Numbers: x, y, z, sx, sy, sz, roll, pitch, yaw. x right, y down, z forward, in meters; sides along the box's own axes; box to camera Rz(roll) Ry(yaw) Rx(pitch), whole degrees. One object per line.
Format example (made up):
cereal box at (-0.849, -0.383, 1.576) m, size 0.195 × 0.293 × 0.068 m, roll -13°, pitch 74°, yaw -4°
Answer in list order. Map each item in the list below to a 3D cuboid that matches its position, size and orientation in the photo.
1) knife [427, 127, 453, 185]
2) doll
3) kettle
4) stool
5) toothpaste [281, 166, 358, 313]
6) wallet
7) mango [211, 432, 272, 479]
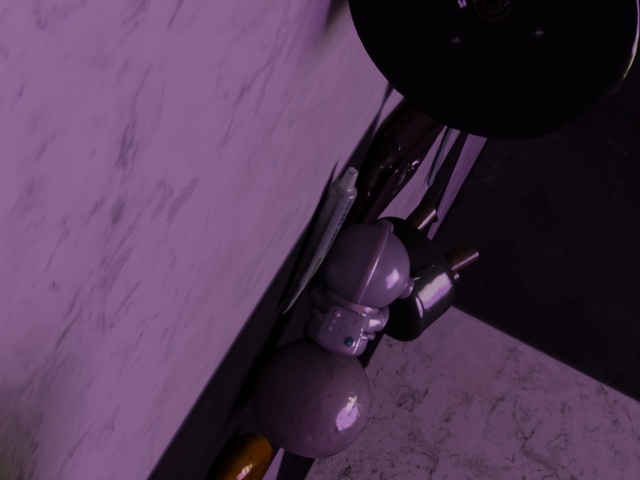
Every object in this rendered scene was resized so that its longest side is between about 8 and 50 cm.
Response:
knife at (0.239, -0.182, 2.229) m, size 0.028 × 0.015 × 0.210 m, roll -47°, pitch 163°, yaw -40°
doll at (0.020, 0.108, 1.340) m, size 0.151 × 0.150 × 0.287 m, roll -14°, pitch 127°, yaw -80°
kettle at (0.160, -0.263, 0.844) m, size 0.290 × 0.207 × 0.268 m, roll -55°, pitch 135°, yaw -41°
stool at (0.098, 0.033, 1.521) m, size 0.139 × 0.228 × 0.153 m, roll -37°, pitch 121°, yaw -26°
toothpaste at (0.000, 0.000, 1.231) m, size 0.048 × 0.029 × 0.197 m, roll -51°, pitch 169°, yaw -54°
wallet at (0.098, -0.102, 1.463) m, size 0.229 × 0.049 × 0.182 m, roll -48°, pitch 167°, yaw -56°
mango at (-0.100, 0.281, 1.427) m, size 0.079 × 0.057 × 0.114 m, roll -62°, pitch 165°, yaw 24°
